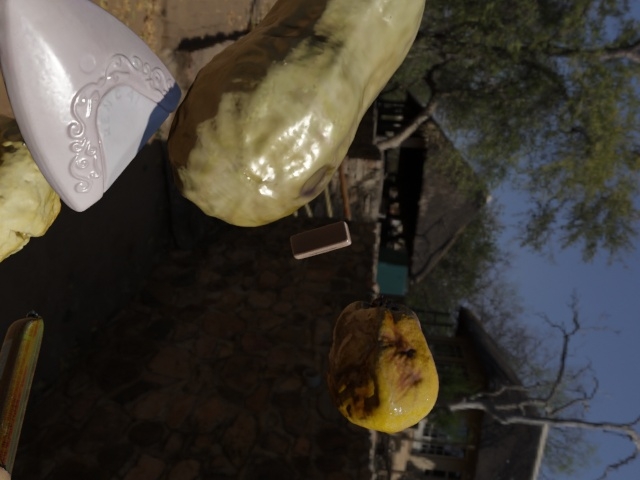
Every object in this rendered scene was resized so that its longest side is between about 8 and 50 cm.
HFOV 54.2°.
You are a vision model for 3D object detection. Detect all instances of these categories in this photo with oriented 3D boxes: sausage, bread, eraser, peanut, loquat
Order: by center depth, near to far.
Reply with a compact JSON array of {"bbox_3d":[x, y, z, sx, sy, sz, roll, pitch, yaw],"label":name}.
[{"bbox_3d":[-0.007,-0.112,0.424,0.236,0.110,0.120,-52,159,-9],"label":"peanut"},{"bbox_3d":[0.064,0.124,0.637,0.137,0.113,0.137,30,55,-55],"label":"loquat"},{"bbox_3d":[-0.252,-0.169,0.669,0.204,0.059,0.243,-57,154,-21],"label":"eraser"},{"bbox_3d":[-0.476,-0.063,0.896,0.134,0.244,0.245,42,50,-58],"label":"bread"},{"bbox_3d":[-0.587,0.274,1.183,0.372,0.082,0.082,-101,-171,-46],"label":"sausage"}]

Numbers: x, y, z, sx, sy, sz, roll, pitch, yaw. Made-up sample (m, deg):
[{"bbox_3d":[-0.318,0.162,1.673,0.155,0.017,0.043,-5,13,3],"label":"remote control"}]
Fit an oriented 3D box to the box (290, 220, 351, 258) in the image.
[{"bbox_3d":[0.000,0.000,1.204,0.025,0.115,0.048,55,21,-62],"label":"box"}]
